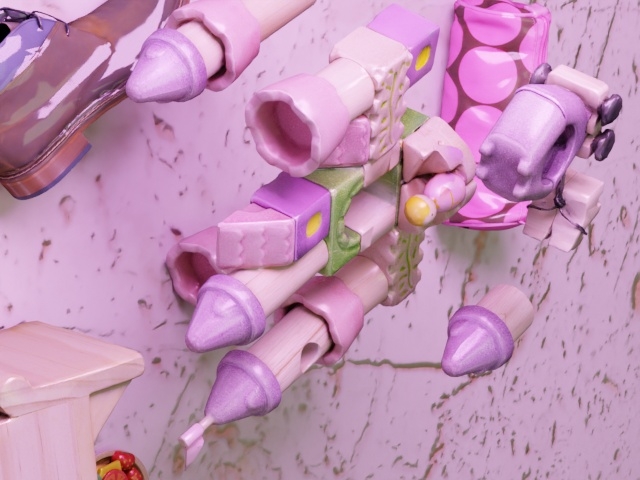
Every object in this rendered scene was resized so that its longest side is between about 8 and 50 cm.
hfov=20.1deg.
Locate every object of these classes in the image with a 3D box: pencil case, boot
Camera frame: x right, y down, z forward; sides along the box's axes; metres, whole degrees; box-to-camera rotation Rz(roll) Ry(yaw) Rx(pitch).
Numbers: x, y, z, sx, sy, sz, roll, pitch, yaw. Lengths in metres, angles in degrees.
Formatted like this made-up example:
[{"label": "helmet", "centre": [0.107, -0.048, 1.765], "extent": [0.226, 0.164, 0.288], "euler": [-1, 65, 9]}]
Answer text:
[{"label": "pencil case", "centre": [0.159, -0.113, 1.613], "extent": [0.095, 0.098, 0.209], "euler": [-5, 99, -43]}, {"label": "boot", "centre": [-0.180, -0.144, 1.296], "extent": [0.219, 0.082, 0.106], "euler": [-57, 132, -19]}]

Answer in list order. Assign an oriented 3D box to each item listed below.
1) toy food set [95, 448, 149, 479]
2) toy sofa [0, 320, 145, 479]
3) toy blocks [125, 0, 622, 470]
[{"label": "toy food set", "centre": [-0.163, 0.204, 1.408], "extent": [0.083, 0.020, 0.083], "euler": [-22, 112, -39]}, {"label": "toy sofa", "centre": [-0.217, 0.250, 1.276], "extent": [0.177, 0.150, 0.362], "euler": [-16, 107, -36]}, {"label": "toy blocks", "centre": [0.000, 0.000, 1.282], "extent": [0.260, 0.309, 0.288], "euler": [-40, 146, -40]}]
